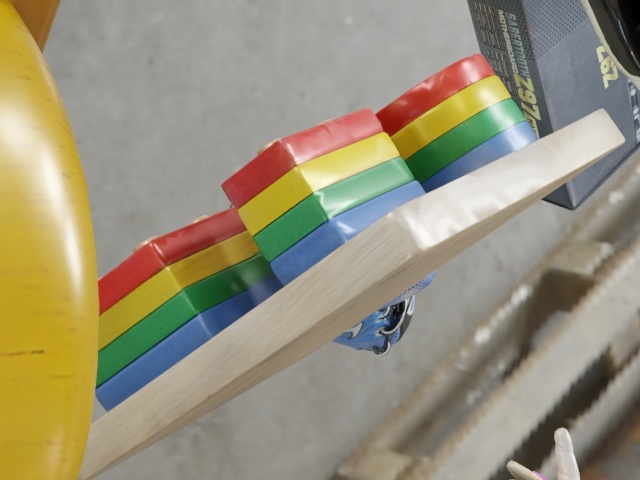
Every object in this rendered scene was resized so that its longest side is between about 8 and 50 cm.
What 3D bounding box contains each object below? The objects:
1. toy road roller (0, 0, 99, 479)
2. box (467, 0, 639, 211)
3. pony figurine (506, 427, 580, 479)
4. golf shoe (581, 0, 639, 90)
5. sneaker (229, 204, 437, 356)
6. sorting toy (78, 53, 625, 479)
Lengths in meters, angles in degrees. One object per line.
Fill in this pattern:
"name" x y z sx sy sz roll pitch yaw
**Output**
"toy road roller" -0.134 -0.063 0.376 0.202 0.240 0.329 -1 128 -39
"box" 0.184 -0.164 1.198 0.183 0.059 0.233 -41 133 -25
"pony figurine" 0.220 0.350 1.313 0.363 0.303 0.351 27 78 -32
"golf shoe" 0.107 -0.050 0.465 0.186 0.067 0.086 47 52 -30
"sneaker" 0.026 0.015 1.414 0.147 0.330 0.130 18 81 -19
"sorting toy" 0.000 0.000 0.976 0.089 0.257 0.255 57 34 5
